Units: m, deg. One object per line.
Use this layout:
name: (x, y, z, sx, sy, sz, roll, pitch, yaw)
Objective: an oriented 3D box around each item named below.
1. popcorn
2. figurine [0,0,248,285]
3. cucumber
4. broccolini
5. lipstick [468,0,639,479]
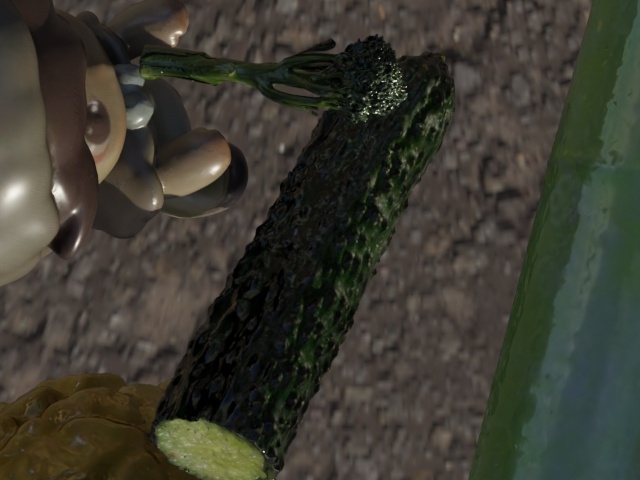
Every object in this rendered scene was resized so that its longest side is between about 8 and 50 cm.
popcorn: (-0.206, 0.290, 1.744, 0.390, 0.354, 0.344, 2, 83, -7)
figurine: (-0.193, -0.077, 1.218, 0.203, 0.381, 0.248, -27, 75, 27)
cucumber: (0.000, 0.000, 1.313, 0.096, 0.359, 0.096, 19, 150, 12)
broccolini: (-0.025, -0.077, 0.845, 0.140, 0.030, 0.035, 11, 131, 33)
lipstick: (0.093, 0.062, 0.668, 0.076, 0.076, 0.304, 15, 89, -4)
